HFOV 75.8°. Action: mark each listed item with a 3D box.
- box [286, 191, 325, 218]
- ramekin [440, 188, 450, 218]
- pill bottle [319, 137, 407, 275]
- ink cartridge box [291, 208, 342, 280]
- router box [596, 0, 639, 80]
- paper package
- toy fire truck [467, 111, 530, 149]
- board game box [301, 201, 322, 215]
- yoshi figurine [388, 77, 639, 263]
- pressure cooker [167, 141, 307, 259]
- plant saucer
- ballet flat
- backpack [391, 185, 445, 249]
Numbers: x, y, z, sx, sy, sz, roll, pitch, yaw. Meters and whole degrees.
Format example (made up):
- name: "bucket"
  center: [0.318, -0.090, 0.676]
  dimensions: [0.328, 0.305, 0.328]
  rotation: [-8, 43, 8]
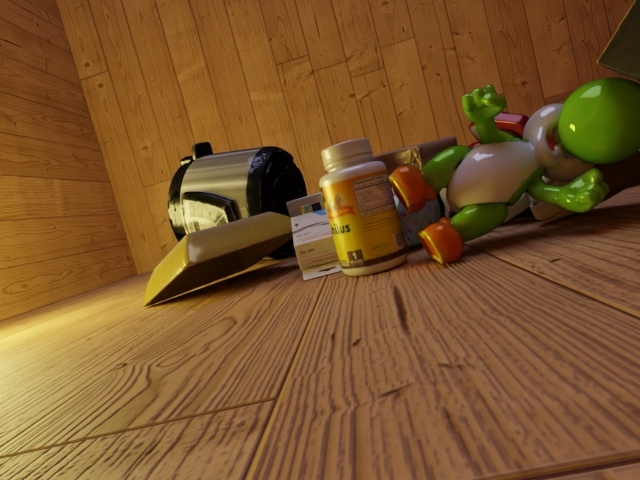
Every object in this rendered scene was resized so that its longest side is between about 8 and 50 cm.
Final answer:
- name: "box"
  center: [-0.014, -0.053, 1.253]
  dimensions: [0.129, 0.171, 0.091]
  rotation: [-14, 6, 11]
- name: "ramekin"
  center: [0.409, -0.139, 1.140]
  dimensions: [0.276, 0.135, 0.277]
  rotation: [-16, 4, 1]
- name: "pill bottle"
  center: [0.068, -0.056, 0.698]
  dimensions: [0.117, 0.215, 0.117]
  rotation: [-15, 4, 1]
- name: "ink cartridge box"
  center: [0.000, 0.000, 0.838]
  dimensions: [0.104, 0.060, 0.180]
  rotation: [-15, 27, 0]
- name: "router box"
  center: [0.524, -0.186, 0.489]
  dimensions: [0.308, 0.081, 0.242]
  rotation: [39, 37, 28]
- name: "paper package"
  center: [0.306, -0.246, 1.471]
  dimensions: [0.309, 0.168, 0.324]
  rotation: [-6, 13, 42]
- name: "toy fire truck"
  center: [0.597, -0.268, 1.217]
  dimensions: [0.169, 0.302, 0.253]
  rotation: [-53, 17, -13]
- name: "board game box"
  center: [-0.003, -0.022, 1.016]
  dimensions: [0.048, 0.141, 0.170]
  rotation: [-15, 5, 1]
- name: "yoshi figurine"
  center: [0.292, -0.118, 0.581]
  dimensions: [0.361, 0.204, 0.203]
  rotation: [-28, 33, 4]
- name: "pressure cooker"
  center: [-0.288, -0.107, 1.367]
  dimensions: [0.419, 0.371, 0.375]
  rotation: [-1, -24, 23]
- name: "plant saucer"
  center: [-0.251, 0.033, 1.014]
  dimensions: [0.332, 0.081, 0.332]
  rotation: [-20, -9, -43]
- name: "ballet flat"
  center: [0.372, -0.077, 0.746]
  dimensions: [0.124, 0.116, 0.342]
  rotation: [-41, 18, -30]
- name: "backpack"
  center: [0.170, -0.053, 0.832]
  dimensions: [0.182, 0.152, 0.115]
  rotation: [-33, 5, -37]
